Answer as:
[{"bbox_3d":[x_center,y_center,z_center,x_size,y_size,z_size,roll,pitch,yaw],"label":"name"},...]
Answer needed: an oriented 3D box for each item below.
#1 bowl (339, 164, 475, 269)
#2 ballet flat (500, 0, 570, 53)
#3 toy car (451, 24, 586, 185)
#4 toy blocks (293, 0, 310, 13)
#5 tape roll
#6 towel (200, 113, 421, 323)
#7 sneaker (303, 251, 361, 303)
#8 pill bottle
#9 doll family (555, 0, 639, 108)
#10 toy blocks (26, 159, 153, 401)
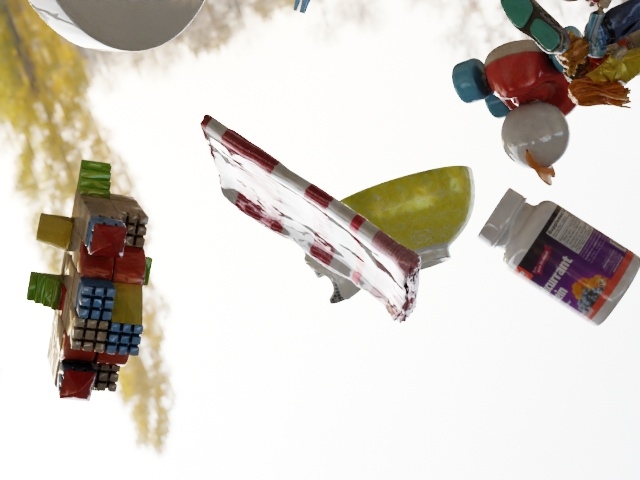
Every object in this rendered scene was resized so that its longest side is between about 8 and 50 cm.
[{"bbox_3d":[0.173,-0.024,2.428,0.289,0.156,0.289,-16,171,-3],"label":"bowl"},{"bbox_3d":[0.252,-0.254,1.488,0.041,0.041,0.114,-24,-124,-17],"label":"ballet flat"},{"bbox_3d":[0.360,-0.196,2.098,0.219,0.238,0.210,-14,163,33],"label":"toy car"},{"bbox_3d":[-0.015,-0.495,2.369,0.054,0.148,0.123,18,-170,-2],"label":"toy blocks"},{"bbox_3d":[-0.304,-0.479,1.924,0.072,0.392,0.392,9,-150,36],"label":"tape roll"},{"bbox_3d":[-0.012,-0.023,1.654,0.037,0.329,0.237,-52,166,-14],"label":"towel"},{"bbox_3d":[0.000,0.000,2.308,0.095,0.235,0.090,-33,173,8],"label":"sneaker"},{"bbox_3d":[0.302,0.016,1.635,0.108,0.193,0.108,-56,173,-11],"label":"pill bottle"},{"bbox_3d":[0.361,-0.247,1.556,0.163,0.263,0.118,-28,-123,0],"label":"doll family"},{"bbox_3d":[-0.338,0.092,1.956,0.191,0.381,0.261,8,-168,-19],"label":"toy blocks"}]
